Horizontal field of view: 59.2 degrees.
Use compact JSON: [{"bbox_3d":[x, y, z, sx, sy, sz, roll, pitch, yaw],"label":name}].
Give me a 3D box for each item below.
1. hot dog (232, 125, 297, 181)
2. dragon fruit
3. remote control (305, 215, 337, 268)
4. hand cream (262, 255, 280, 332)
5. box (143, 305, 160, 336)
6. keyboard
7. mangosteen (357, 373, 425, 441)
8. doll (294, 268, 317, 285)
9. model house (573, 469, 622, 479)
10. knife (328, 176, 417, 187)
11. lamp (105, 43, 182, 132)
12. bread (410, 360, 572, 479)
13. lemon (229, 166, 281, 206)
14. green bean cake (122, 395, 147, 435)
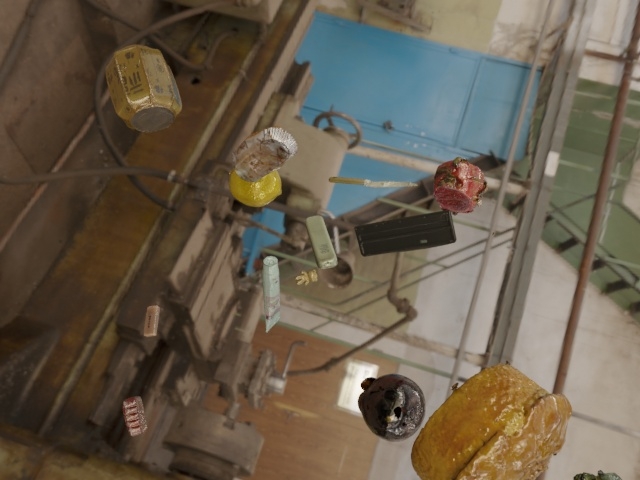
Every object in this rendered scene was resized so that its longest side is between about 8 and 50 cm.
[{"bbox_3d":[-0.185,-0.277,1.797,0.268,0.144,0.075,-21,-145,44],"label":"hot dog"},{"bbox_3d":[0.544,-0.191,2.206,0.282,0.211,0.147,70,32,-52],"label":"dragon fruit"},{"bbox_3d":[-0.001,0.001,2.378,0.309,0.090,0.038,-109,-170,-46],"label":"remote control"},{"bbox_3d":[-0.175,0.190,1.989,0.085,0.058,0.331,-49,154,-42],"label":"hand cream"},{"bbox_3d":[-0.628,0.299,2.095,0.025,0.048,0.115,47,37,-55],"label":"box"},{"bbox_3d":[0.278,-0.026,1.531,0.041,0.381,0.103,-36,115,-58],"label":"keyboard"},{"bbox_3d":[0.232,0.565,1.938,0.265,0.228,0.228,2,-109,53],"label":"mangosteen"},{"bbox_3d":[-0.056,0.148,2.272,0.093,0.051,0.061,-10,79,-49],"label":"doll"},{"bbox_3d":[0.601,0.528,1.203,0.083,0.066,0.078,-48,-135,39],"label":"model house"},{"bbox_3d":[0.151,-0.170,1.676,0.047,0.298,0.017,-35,126,-52],"label":"knife"},{"bbox_3d":[-0.424,-0.363,1.353,0.161,0.161,0.185,87,-16,-69],"label":"lamp"},{"bbox_3d":[0.391,0.479,1.296,0.398,0.215,0.398,-26,139,-25],"label":"bread"},{"bbox_3d":[-0.234,-0.209,2.041,0.178,0.203,0.178,23,90,-90],"label":"lemon"},{"bbox_3d":[-0.667,0.629,2.021,0.135,0.056,0.135,115,-39,-74],"label":"green bean cake"}]
